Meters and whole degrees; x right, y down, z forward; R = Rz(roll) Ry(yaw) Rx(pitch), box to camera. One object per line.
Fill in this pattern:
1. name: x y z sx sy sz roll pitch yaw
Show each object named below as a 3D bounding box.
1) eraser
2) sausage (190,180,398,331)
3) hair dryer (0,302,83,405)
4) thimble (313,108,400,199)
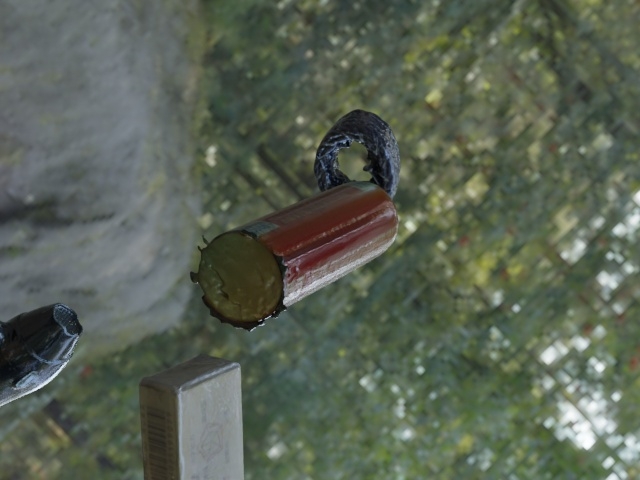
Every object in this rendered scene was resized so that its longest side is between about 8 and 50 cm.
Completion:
1. eraser: -0.177 0.342 2.044 0.144 0.078 0.343 -18 113 -51
2. sausage: 0.000 0.000 1.151 0.083 0.083 0.264 -46 170 28
3. hair dryer: -0.448 0.112 1.735 0.235 0.271 0.091 -37 -144 17
4. thimble: 0.041 -0.090 1.639 0.095 0.104 0.066 -18 -159 20
